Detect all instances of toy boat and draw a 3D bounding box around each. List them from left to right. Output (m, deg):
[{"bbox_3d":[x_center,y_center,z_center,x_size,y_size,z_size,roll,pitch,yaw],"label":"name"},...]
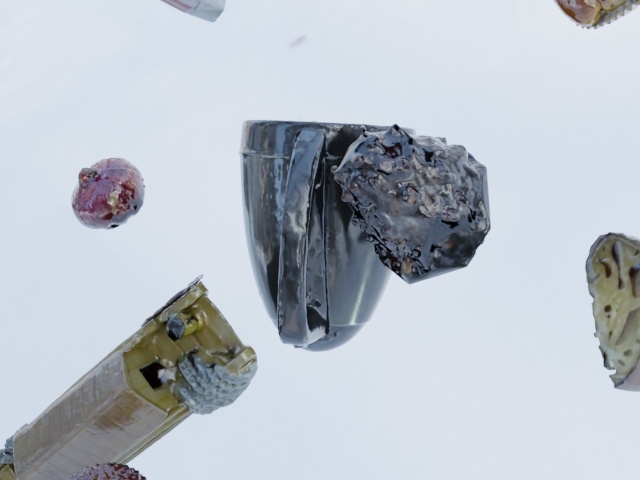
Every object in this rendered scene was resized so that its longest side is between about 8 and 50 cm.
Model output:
[{"bbox_3d":[-0.256,0.219,1.253,0.445,0.136,0.162,-39,-3,21],"label":"toy boat"}]

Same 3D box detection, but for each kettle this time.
[{"bbox_3d":[0.011,-0.001,1.261,0.207,0.271,0.251,1,7,-22],"label":"kettle"}]

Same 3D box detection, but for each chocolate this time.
[{"bbox_3d":[0.072,-0.050,1.080,0.156,0.133,0.156,-22,56,36],"label":"chocolate"}]

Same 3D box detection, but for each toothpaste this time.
[{"bbox_3d":[-0.184,-0.271,1.085,0.067,0.194,0.042,13,85,54],"label":"toothpaste"}]

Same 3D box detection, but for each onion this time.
[{"bbox_3d":[-0.284,-0.064,1.449,0.107,0.097,0.107,-21,40,18],"label":"onion"}]

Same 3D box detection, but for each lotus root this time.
[{"bbox_3d":[0.332,0.064,1.072,0.095,0.135,0.159,-29,63,43],"label":"lotus root"}]

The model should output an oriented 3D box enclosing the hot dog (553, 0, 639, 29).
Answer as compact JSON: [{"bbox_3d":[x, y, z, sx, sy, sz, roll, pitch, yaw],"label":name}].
[{"bbox_3d":[0.217,-0.271,0.930,0.059,0.191,0.108,-11,-17,-45],"label":"hot dog"}]

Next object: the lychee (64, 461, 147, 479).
[{"bbox_3d":[-0.218,0.280,1.093,0.123,0.129,0.123,-26,45,29],"label":"lychee"}]
